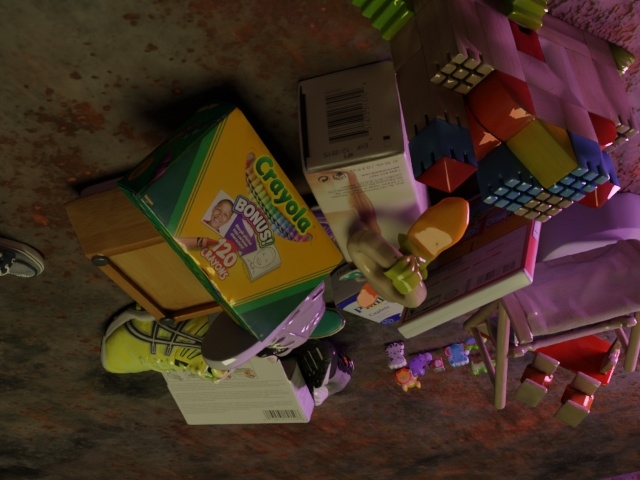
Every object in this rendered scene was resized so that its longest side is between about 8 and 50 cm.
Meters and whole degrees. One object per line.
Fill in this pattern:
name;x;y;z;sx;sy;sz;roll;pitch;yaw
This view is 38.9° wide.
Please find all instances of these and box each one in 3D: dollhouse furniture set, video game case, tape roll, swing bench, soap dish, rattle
dollhouse furniture set;0.406;0.172;1.630;0.259;0.262;0.135;26;153;12
video game case;0.222;0.010;1.291;0.204;0.285;0.025;-29;110;33
tape roll;0.460;0.008;1.511;0.219;0.072;0.219;-5;148;-3
swing bench;0.380;0.113;1.414;0.253;0.165;0.255;-12;147;-8
soap dish;-0.204;0.012;1.342;0.229;0.118;0.291;-14;147;12
rattle;0.106;0.015;1.203;0.130;0.143;0.200;26;166;8

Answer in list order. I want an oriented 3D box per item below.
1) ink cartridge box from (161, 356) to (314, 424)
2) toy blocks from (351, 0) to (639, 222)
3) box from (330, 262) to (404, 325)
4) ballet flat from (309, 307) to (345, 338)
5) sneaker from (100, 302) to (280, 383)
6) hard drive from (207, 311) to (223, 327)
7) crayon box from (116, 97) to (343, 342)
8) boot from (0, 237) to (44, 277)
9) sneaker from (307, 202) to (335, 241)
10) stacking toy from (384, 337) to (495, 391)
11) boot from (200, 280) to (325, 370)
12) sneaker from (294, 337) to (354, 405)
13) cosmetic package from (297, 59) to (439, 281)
ink cartridge box;-0.177;0.265;1.787;0.275;0.060;0.239;-5;126;20
toy blocks;0.229;-0.145;1.024;0.381;0.261;0.191;14;143;-32
box;0.109;0.078;1.559;0.137;0.072;0.126;23;138;-39
ballet flat;-0.027;0.160;1.705;0.168;0.057;0.052;-15;176;20
sneaker;-0.233;0.179;1.589;0.384;0.147;0.145;-21;148;24
hard drive;-0.141;0.105;1.497;0.094;0.135;0.022;-11;171;6
crayon box;-0.109;-0.023;1.172;0.165;0.081;0.278;-45;124;-14
boot;-0.500;0.039;1.360;0.069;0.086;0.190;-27;144;30
sneaker;0.000;0.000;1.408;0.068;0.071;0.170;-8;148;2
stacking toy;0.250;0.247;1.896;0.221;0.052;0.167;-15;150;9
boot;-0.069;0.132;1.330;0.095;0.258;0.123;16;134;33
sneaker;0.014;0.246;1.806;0.108;0.100;0.271;-23;160;-11
cosmetic package;0.069;-0.080;1.212;0.129;0.153;0.296;-11;148;11
